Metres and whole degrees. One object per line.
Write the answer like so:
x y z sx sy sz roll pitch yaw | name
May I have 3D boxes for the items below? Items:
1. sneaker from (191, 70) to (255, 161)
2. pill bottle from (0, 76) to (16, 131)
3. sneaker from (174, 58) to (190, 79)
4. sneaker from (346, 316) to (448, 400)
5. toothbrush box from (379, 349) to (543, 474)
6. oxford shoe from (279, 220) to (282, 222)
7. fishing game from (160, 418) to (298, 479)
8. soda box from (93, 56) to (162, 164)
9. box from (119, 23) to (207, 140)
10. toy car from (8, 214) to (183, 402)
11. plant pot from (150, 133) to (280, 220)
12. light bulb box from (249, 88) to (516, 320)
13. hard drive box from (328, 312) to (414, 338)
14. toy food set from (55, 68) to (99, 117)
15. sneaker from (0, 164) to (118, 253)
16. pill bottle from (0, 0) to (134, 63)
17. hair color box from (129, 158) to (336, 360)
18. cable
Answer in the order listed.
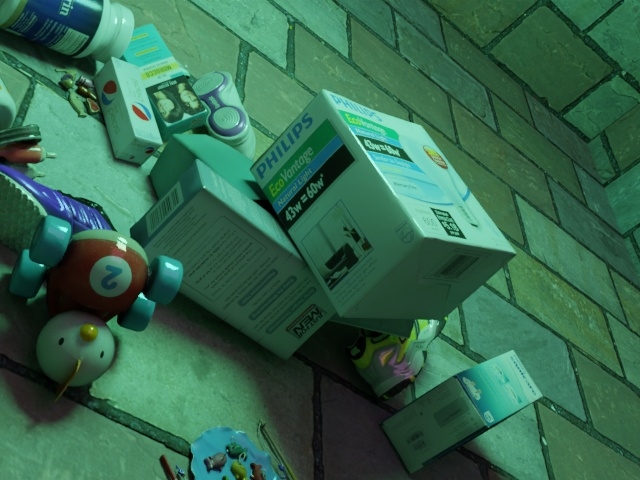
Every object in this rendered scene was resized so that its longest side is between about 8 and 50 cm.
-0.221 -0.269 2.079 0.305 0.114 0.152 -114 -176 -46 | sneaker
-0.619 -0.285 1.481 0.162 0.162 0.278 -10 63 -57 | pill bottle
-0.346 -0.394 2.099 0.069 0.038 0.098 56 21 13 | sneaker
0.172 0.185 2.026 0.147 0.145 0.384 46 28 -7 | sneaker
0.299 0.353 1.932 0.295 0.216 0.126 -7 63 -57 | toothbrush box
-0.103 0.004 1.905 0.097 0.098 0.271 -5 60 -55 | oxford shoe
-0.131 0.381 1.501 0.264 0.041 0.189 -1 54 -53 | fishing game
-0.388 -0.260 1.849 0.069 0.074 0.216 14 46 -46 | soda box
-0.346 -0.338 1.965 0.101 0.060 0.244 -26 75 -26 | box
-0.347 0.124 1.363 0.219 0.210 0.238 21 52 -24 | toy car
-0.211 -0.097 1.815 0.234 0.165 0.166 47 27 22 | plant pot
0.120 -0.055 1.746 0.358 0.225 0.361 8 43 -53 | light bulb box
0.098 0.100 1.954 0.232 0.089 0.181 13 30 10 | hard drive box
-0.473 -0.297 1.830 0.078 0.019 0.122 -11 65 -57 | toy food set
-0.430 -0.033 1.519 0.293 0.102 0.146 43 28 -23 | sneaker
-0.512 -0.451 1.821 0.265 0.153 0.153 18 43 -44 | pill bottle
-0.140 0.043 1.674 0.374 0.185 0.113 38 16 -30 | hair color box
-0.542 -0.125 1.431 0.287 0.139 0.072 -12 75 -54 | cable
